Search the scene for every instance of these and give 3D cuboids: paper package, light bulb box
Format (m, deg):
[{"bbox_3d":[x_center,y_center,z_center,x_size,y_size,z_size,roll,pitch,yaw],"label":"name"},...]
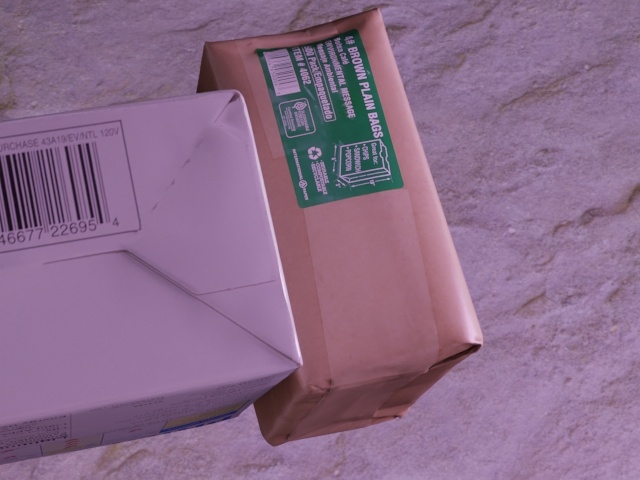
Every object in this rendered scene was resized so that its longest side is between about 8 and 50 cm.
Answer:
[{"bbox_3d":[0.000,0.000,1.236,0.309,0.168,0.325,118,-43,-70],"label":"paper package"},{"bbox_3d":[-0.232,0.056,1.108,0.361,0.357,0.225,130,-51,-73],"label":"light bulb box"}]
